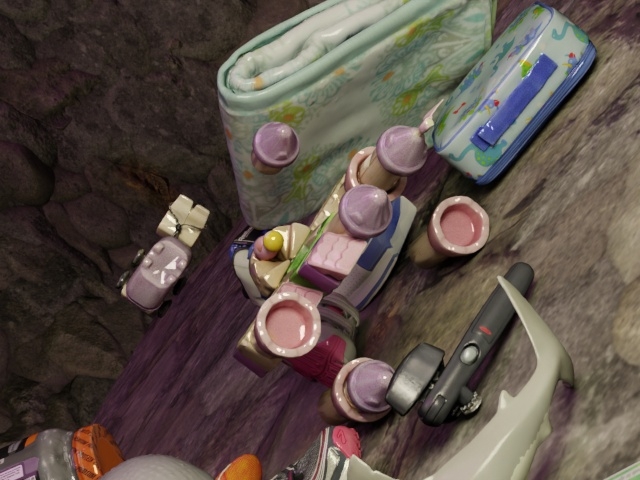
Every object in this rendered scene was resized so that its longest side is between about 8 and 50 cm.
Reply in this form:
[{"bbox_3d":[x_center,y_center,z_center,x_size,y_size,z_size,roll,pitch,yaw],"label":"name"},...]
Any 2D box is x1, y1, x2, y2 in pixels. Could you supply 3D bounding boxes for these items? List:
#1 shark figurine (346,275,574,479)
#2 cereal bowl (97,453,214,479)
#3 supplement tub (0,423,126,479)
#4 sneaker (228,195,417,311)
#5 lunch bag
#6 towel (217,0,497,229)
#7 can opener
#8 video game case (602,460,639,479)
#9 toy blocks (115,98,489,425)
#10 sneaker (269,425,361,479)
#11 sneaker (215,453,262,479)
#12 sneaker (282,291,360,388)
[{"bbox_3d":[0.082,0.157,0.799,0.278,0.116,0.166,-58,-2,-1],"label":"shark figurine"},{"bbox_3d":[-0.276,0.413,1.481,0.339,0.141,0.339,-51,17,23],"label":"cereal bowl"},{"bbox_3d":[-0.441,0.397,1.716,0.316,0.193,0.193,-23,13,3],"label":"supplement tub"},{"bbox_3d":[-0.024,0.027,1.619,0.315,0.182,0.127,-44,15,46],"label":"sneaker"},{"bbox_3d":[0.226,-0.173,1.396,0.219,0.090,0.176,-51,8,13],"label":"lunch bag"},{"bbox_3d":[0.055,-0.180,1.472,0.374,0.090,0.320,-28,-29,-12],"label":"towel"},{"bbox_3d":[0.134,0.088,1.028,0.186,0.073,0.059,-48,-2,-24],"label":"can opener"},{"bbox_3d":[0.156,0.198,0.626,0.212,0.023,0.193,-44,14,45],"label":"video game case"},{"bbox_3d":[0.000,0.000,1.209,0.288,0.309,0.260,-58,4,-22],"label":"toy blocks"},{"bbox_3d":[-0.066,0.283,1.136,0.299,0.112,0.121,-49,11,24],"label":"sneaker"},{"bbox_3d":[-0.101,0.325,1.358,0.067,0.064,0.175,-16,39,42],"label":"sneaker"},{"bbox_3d":[-0.004,0.110,1.469,0.111,0.103,0.252,-57,11,-8],"label":"sneaker"}]
